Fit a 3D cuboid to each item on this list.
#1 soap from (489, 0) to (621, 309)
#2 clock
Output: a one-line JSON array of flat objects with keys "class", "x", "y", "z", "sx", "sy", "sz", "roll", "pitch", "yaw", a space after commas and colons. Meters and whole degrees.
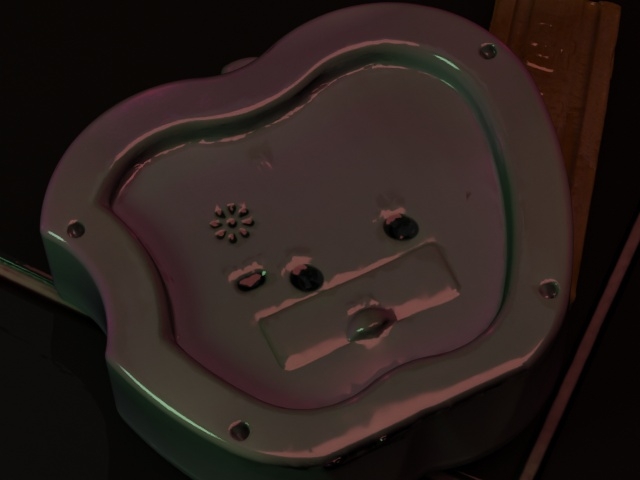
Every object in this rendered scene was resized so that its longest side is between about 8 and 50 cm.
[{"class": "soap", "x": 0.146, "y": -0.066, "z": 1.345, "sx": 0.092, "sy": 0.037, "sz": 0.252, "roll": 13, "pitch": 60, "yaw": 2}, {"class": "clock", "x": 0.000, "y": 0.000, "z": 1.227, "sx": 0.338, "sy": 0.102, "sz": 0.338, "roll": -1, "pitch": 63, "yaw": 2}]
